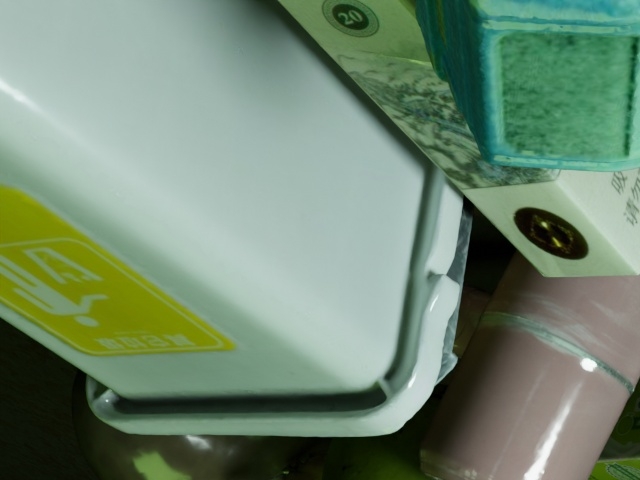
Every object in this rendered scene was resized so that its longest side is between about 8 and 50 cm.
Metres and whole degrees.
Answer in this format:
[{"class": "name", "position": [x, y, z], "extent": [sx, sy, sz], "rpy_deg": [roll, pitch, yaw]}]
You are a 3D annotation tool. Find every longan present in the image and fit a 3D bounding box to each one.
[{"class": "longan", "position": [-0.108, 0.181, 1.336], "extent": [0.300, 0.243, 0.300], "rpy_deg": [2, 155, 1]}]

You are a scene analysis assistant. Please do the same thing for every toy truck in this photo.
[{"class": "toy truck", "position": [0.174, -0.134, 0.519], "extent": [0.278, 0.156, 0.155], "rpy_deg": [-14, 149, 1]}]

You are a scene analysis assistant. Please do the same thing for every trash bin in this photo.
[{"class": "trash bin", "position": [-0.092, -0.079, 0.694], "extent": [0.255, 0.296, 0.367], "rpy_deg": [-5, 153, 37]}]

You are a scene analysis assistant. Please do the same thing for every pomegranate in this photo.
[{"class": "pomegranate", "position": [0.064, 0.229, 1.151], "extent": [0.246, 0.198, 0.198], "rpy_deg": [-11, 150, 0]}]

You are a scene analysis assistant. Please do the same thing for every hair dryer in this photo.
[{"class": "hair dryer", "position": [0.094, 0.084, 1.068], "extent": [0.352, 0.210, 0.125], "rpy_deg": [16, 163, 47]}]

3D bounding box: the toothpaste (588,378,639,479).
[{"class": "toothpaste", "position": [0.245, 0.173, 1.197], "extent": [0.077, 0.110, 0.327], "rpy_deg": [31, 153, -24]}]

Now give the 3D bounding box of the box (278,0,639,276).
[{"class": "box", "position": [0.103, -0.115, 0.685], "extent": [0.069, 0.164, 0.256], "rpy_deg": [-4, 144, 45]}]
